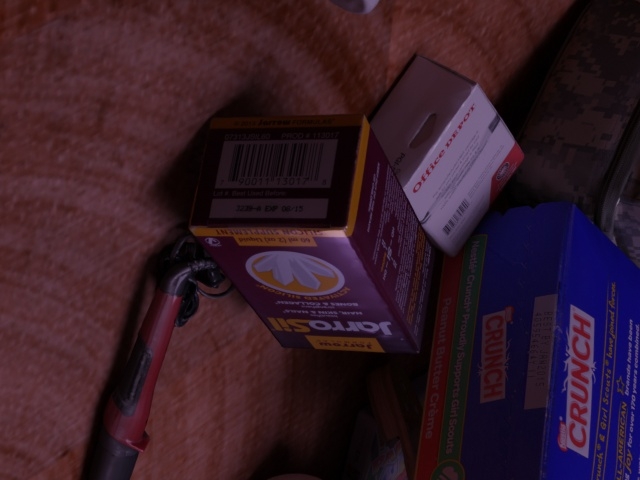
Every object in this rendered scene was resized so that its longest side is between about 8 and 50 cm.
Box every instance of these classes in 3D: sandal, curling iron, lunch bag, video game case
[{"bbox_3d":[0.115,0.200,1.299,0.079,0.240,0.088,-25,167,18],"label":"sandal"},{"bbox_3d":[-0.119,0.119,1.081,0.068,0.035,0.274,-7,124,-53],"label":"curling iron"},{"bbox_3d":[0.321,-0.034,1.336,0.213,0.256,0.305,-59,152,-15],"label":"lunch bag"},{"bbox_3d":[0.094,0.198,1.480,0.227,0.026,0.206,-24,137,-43],"label":"video game case"}]

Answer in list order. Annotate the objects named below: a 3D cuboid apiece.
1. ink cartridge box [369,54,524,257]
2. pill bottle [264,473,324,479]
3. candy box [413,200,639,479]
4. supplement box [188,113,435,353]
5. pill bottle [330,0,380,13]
[{"bbox_3d":[0.085,-0.060,1.185,0.099,0.056,0.135,-54,151,-5],"label":"ink cartridge box"},{"bbox_3d":[0.035,0.301,1.335,0.160,0.160,0.283,-53,139,-6],"label":"pill bottle"},{"bbox_3d":[0.210,0.161,1.266,0.317,0.122,0.268,40,51,-43],"label":"candy box"},{"bbox_3d":[0.000,0.000,1.048,0.188,0.104,0.081,57,38,-58],"label":"supplement box"},{"bbox_3d":[0.041,-0.200,0.975,0.120,0.067,0.067,-50,150,-12],"label":"pill bottle"}]
